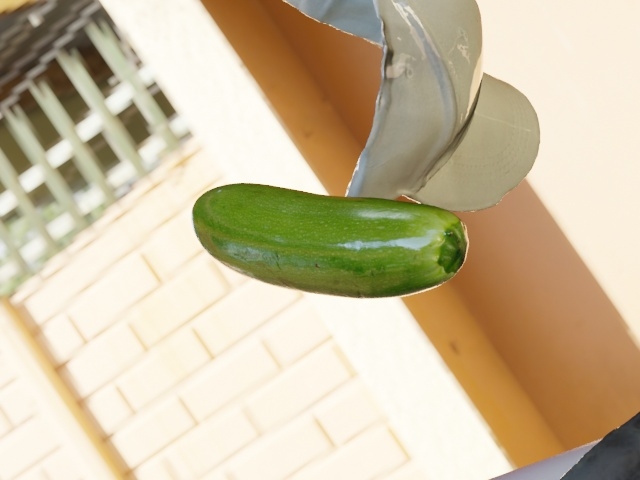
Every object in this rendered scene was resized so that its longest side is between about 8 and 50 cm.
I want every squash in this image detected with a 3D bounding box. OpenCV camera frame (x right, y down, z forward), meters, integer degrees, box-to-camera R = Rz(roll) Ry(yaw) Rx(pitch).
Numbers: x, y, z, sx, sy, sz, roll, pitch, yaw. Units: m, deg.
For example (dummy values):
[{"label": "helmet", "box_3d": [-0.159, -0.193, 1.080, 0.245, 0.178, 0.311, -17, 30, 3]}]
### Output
[{"label": "squash", "box_3d": [-0.001, 0.002, 1.261, 0.292, 0.082, 0.082, 9, 33, 46]}]

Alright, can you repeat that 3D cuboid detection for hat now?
[{"label": "hat", "box_3d": [0.107, -0.154, 1.433, 0.301, 0.258, 0.168, 14, -42, -43]}]

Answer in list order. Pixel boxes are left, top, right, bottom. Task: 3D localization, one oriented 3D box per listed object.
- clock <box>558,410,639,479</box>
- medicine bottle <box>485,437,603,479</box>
[{"label": "clock", "box_3d": [0.179, 0.198, 0.914, 0.280, 0.055, 0.281, -30, -38, -26]}, {"label": "medicine bottle", "box_3d": [0.177, 0.289, 1.294, 0.378, 0.214, 0.213, -23, 3, 19]}]
